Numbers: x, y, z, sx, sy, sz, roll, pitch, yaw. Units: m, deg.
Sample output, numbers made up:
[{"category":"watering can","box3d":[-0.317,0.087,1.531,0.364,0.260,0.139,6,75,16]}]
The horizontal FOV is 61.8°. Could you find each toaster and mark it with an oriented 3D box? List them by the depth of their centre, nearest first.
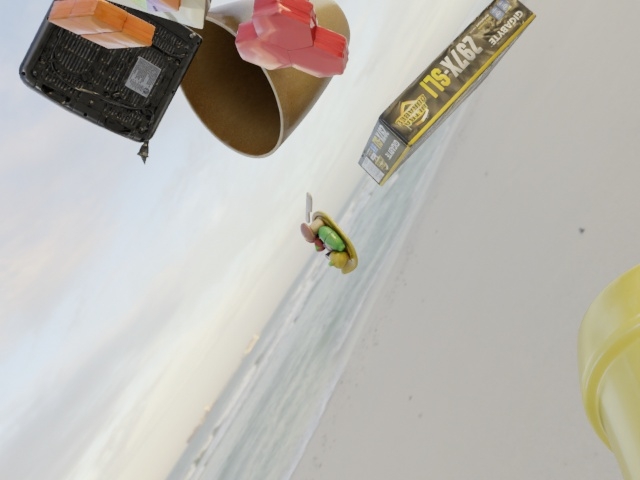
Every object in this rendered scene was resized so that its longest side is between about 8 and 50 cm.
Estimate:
[{"category":"toaster","box3d":[-0.266,-0.221,0.675,0.185,0.168,0.110,-63,30,0]}]

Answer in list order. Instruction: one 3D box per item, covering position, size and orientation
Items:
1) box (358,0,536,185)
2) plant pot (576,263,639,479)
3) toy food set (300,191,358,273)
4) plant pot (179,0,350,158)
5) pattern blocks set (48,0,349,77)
[{"category":"box","box3d":[0.215,-0.263,0.979,0.322,0.079,0.257,-46,-5,-9]},{"category":"plant pot","box3d":[0.349,0.165,0.429,0.254,0.254,0.239,-57,-1,38]},{"category":"toy food set","box3d":[0.000,0.000,1.339,0.071,0.218,0.128,-30,-23,-24]},{"category":"plant pot","box3d":[-0.071,-0.304,0.883,0.254,0.237,0.237,-45,-6,-29]},{"category":"pattern blocks set","box3d":[-0.141,-0.173,0.280,0.285,0.325,0.026,84,-163,-80]}]
